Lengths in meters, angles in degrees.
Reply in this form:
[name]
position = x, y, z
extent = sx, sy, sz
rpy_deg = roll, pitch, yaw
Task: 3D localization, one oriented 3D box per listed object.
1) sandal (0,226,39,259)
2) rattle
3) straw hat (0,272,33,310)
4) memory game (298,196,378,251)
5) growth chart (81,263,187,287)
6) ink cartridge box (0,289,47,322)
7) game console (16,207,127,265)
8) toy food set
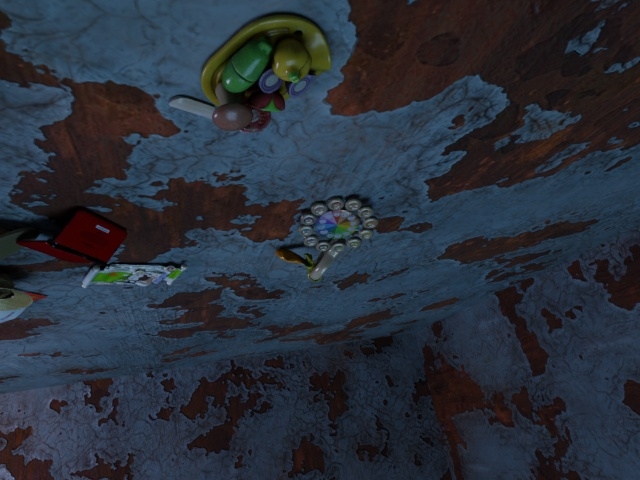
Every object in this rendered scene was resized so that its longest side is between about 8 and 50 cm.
[sandal]
position = -0.637, 0.015, 0.817
extent = 0.240, 0.079, 0.088
rpy_deg = -39, 176, -32
[rattle]
position = 0.000, 0.000, 1.187
extent = 0.130, 0.143, 0.200
rpy_deg = -36, 167, -48
[straw hat]
position = -0.723, 0.105, 1.039
extent = 0.144, 0.061, 0.144
rpy_deg = -10, 154, -5
[memory game]
position = 0.040, -0.032, 1.060
extent = 0.186, 0.012, 0.186
rpy_deg = -4, 139, -3
[growth chart]
position = -0.479, 0.091, 1.192
extent = 0.237, 0.021, 0.172
rpy_deg = 1, 157, -28
[ink cartridge box]
position = -0.825, 0.170, 1.187
extent = 0.179, 0.045, 0.145
rpy_deg = -13, 160, 13
[game console]
position = -0.477, -0.006, 0.902
extent = 0.124, 0.085, 0.144
rpy_deg = -56, 159, -6
[toy food set]
position = -0.081, -0.184, 0.594
extent = 0.218, 0.071, 0.128
rpy_deg = -26, 155, 35
